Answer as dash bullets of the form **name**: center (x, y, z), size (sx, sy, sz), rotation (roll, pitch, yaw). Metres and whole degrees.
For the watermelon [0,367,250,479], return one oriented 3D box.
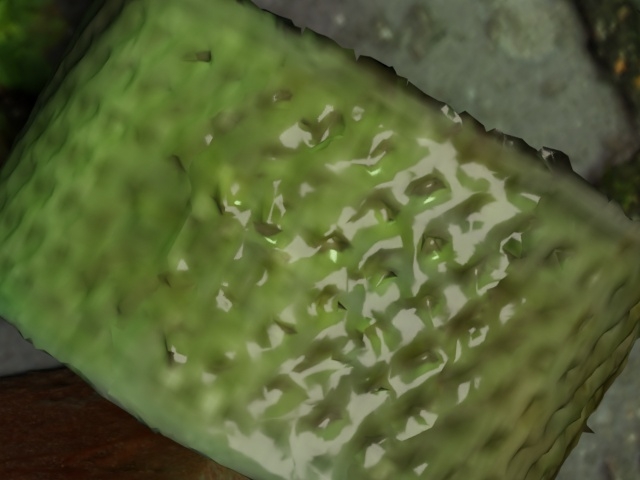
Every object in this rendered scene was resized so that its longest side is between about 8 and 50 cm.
- **watermelon**: center (-0.155, 0.150, 0.710), size (0.250, 0.283, 0.292), rotation (30, 64, -42)

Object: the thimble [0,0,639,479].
- **thimble**: center (0.000, 0.000, 0.696), size (0.271, 0.271, 0.150), rotation (28, 95, -28)
